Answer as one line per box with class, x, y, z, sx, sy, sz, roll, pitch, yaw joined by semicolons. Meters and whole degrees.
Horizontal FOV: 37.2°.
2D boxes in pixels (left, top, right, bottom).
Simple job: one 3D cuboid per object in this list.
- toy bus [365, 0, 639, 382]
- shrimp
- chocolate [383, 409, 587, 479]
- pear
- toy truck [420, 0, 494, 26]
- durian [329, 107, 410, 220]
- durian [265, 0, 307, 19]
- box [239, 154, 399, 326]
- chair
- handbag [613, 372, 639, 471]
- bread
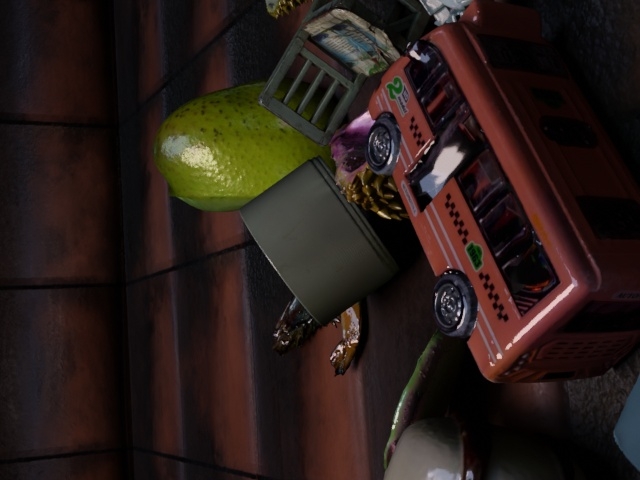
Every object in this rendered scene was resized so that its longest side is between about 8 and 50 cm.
toy bus;0.222;-0.062;1.095;0.233;0.203;0.426;-55;45;43
shrimp;-0.002;0.157;1.691;0.290;0.054;0.222;-52;45;40
chocolate;0.194;0.303;1.126;0.284;0.284;0.186;1;76;63
pear;-0.149;-0.172;1.711;0.342;0.318;0.238;8;102;61
toy truck;0.143;-0.409;1.160;0.184;0.133;0.338;-24;108;45
durian;0.100;-0.132;1.363;0.260;0.154;0.186;-89;19;-54
durian;-0.035;-0.488;1.661;0.237;0.138;0.193;-18;80;61
box;0.000;0.000;1.467;0.226;0.149;0.226;55;-179;-2
chair;0.045;-0.287;1.384;0.270;0.136;0.147;-62;23;-14
handbag;0.360;0.175;0.906;0.221;0.057;0.144;-104;28;-78
bread;0.145;0.215;1.272;0.034;0.228;0.228;21;115;22
